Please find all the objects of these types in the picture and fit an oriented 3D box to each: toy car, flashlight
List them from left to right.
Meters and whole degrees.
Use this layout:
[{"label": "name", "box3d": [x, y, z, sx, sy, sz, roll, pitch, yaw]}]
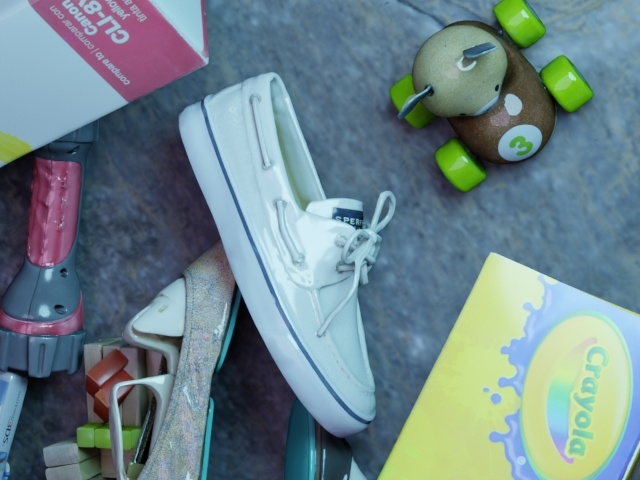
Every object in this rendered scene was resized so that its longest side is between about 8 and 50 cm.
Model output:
[{"label": "flashlight", "box3d": [-0.285, -0.014, 1.366, 0.103, 0.103, 0.304, 18, 105, 44]}, {"label": "toy car", "box3d": [0.138, -0.136, 1.175, 0.155, 0.188, 0.149, -38, 81, 17]}]

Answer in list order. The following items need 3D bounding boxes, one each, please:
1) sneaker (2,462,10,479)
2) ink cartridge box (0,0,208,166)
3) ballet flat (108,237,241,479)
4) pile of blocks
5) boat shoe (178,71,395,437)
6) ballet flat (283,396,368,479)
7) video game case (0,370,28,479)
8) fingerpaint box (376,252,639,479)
[{"label": "sneaker", "box3d": [-0.378, 0.287, 1.433, 0.081, 0.080, 0.211, -29, 85, 21]}, {"label": "ink cartridge box", "box3d": [-0.316, -0.230, 1.274, 0.385, 0.160, 0.279, -24, 50, 19]}, {"label": "ballet flat", "box3d": [-0.147, 0.130, 1.283, 0.106, 0.107, 0.315, 14, 73, -16]}, {"label": "pile of blocks", "box3d": [-0.233, 0.266, 1.366, 0.149, 0.113, 0.362, 24, 101, 16]}, {"label": "boat shoe", "box3d": [0.002, -0.001, 1.271, 0.156, 0.136, 0.367, -27, 75, 15]}, {"label": "ballet flat", "box3d": [0.005, 0.287, 1.268, 0.096, 0.095, 0.280, 15, 64, -17]}, {"label": "video game case", "box3d": [-0.488, 0.263, 1.422, 0.329, 0.036, 0.299, 8, 79, 29]}, {"label": "fingerpaint box", "box3d": [0.117, 0.275, 1.045, 0.163, 0.371, 0.444, 25, 81, 16]}]
